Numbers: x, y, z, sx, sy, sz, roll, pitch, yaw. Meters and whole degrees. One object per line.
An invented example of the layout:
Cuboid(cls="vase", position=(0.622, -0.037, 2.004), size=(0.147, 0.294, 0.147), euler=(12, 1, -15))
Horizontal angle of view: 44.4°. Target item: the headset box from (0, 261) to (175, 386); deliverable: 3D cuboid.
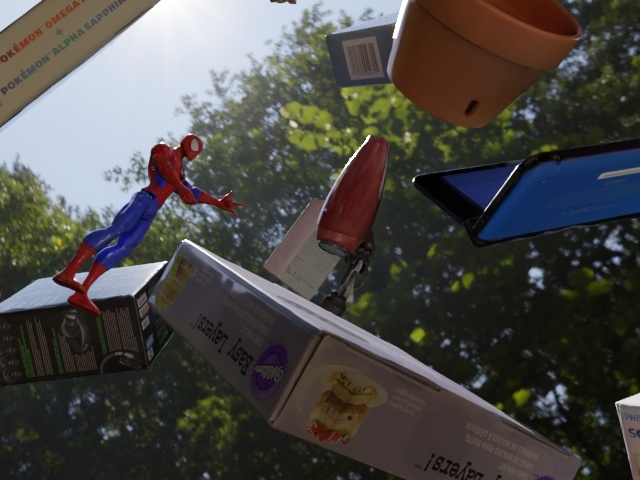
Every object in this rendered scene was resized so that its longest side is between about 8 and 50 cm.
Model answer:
Cuboid(cls="headset box", position=(-0.420, 0.142, 1.383), size=(0.282, 0.246, 0.131), euler=(-7, -79, 3))

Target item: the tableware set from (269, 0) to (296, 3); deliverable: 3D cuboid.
Cuboid(cls="tableware set", position=(-0.037, -0.500, 1.372), size=(0.020, 0.141, 0.169), euler=(-1, -96, -57))

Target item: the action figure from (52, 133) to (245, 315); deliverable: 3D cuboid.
Cuboid(cls="action figure", position=(-0.203, -0.024, 1.018), size=(0.091, 0.139, 0.280), euler=(85, -152, -58))

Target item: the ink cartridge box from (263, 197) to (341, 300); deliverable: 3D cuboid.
Cuboid(cls="ink cartridge box", position=(0.000, 0.000, 1.535), size=(0.224, 0.045, 0.223), euler=(-52, -21, -4))

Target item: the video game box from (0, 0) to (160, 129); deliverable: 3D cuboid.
Cuboid(cls="video game box", position=(-0.211, -0.114, 0.548), size=(0.187, 0.205, 0.048), euler=(-46, -70, -14))

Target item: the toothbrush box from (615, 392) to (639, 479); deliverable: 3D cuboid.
Cuboid(cls="toothbrush box", position=(0.583, 0.240, 1.050), size=(0.283, 0.206, 0.122), euler=(-11, -91, -25))

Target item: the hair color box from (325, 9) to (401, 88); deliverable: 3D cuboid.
Cuboid(cls="hair color box", position=(0.212, -0.415, 1.582), size=(0.374, 0.185, 0.114), euler=(-29, -67, -36))

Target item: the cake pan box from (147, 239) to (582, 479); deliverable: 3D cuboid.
Cuboid(cls="cake pan box", position=(0.027, 0.103, 0.590), size=(0.266, 0.245, 0.070), euler=(30, -91, -32))

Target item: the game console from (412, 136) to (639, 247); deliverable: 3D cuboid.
Cuboid(cls="game console", position=(0.310, -0.105, 1.038), size=(0.293, 0.173, 0.250), euler=(-10, -28, -21))

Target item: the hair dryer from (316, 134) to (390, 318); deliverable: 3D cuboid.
Cuboid(cls="hair dryer", position=(0.047, -0.024, 1.224), size=(0.080, 0.223, 0.294), euler=(19, -66, 9))

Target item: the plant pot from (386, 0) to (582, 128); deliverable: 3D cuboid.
Cuboid(cls="plant pot", position=(0.236, -0.319, 1.260), size=(0.290, 0.291, 0.203), euler=(7, -51, -32))
